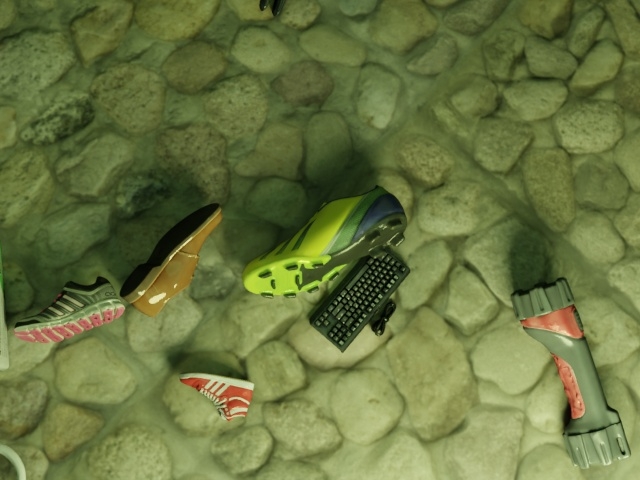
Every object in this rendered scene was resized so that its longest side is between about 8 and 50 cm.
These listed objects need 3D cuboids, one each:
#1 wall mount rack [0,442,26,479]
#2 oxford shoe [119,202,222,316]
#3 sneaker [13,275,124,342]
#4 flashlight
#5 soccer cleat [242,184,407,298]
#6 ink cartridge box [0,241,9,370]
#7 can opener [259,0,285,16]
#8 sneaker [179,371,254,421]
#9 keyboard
[{"bbox_3d":[-0.467,0.474,1.317,0.304,0.130,0.350,21,77,-1],"label":"wall mount rack"},{"bbox_3d":[-0.222,0.030,1.469,0.212,0.076,0.076,-50,118,-13],"label":"oxford shoe"},{"bbox_3d":[-0.390,0.103,1.424,0.170,0.063,0.075,-18,65,-2],"label":"sneaker"},{"bbox_3d":[0.402,0.217,1.517,0.103,0.103,0.304,-15,87,-16],"label":"flashlight"},{"bbox_3d":[0.001,0.001,1.505,0.289,0.093,0.121,-24,54,-8],"label":"soccer cleat"},{"bbox_3d":[-0.522,0.078,1.289,0.121,0.289,0.211,-5,80,-10],"label":"ink cartridge box"},{"bbox_3d":[-0.063,-0.475,1.582,0.059,0.073,0.186,24,86,-12],"label":"can opener"},{"bbox_3d":[-0.166,0.244,1.443,0.118,0.042,0.067,11,75,-9],"label":"sneaker"},{"bbox_3d":[0.076,0.101,1.518,0.108,0.023,0.180,41,77,0],"label":"keyboard"}]
